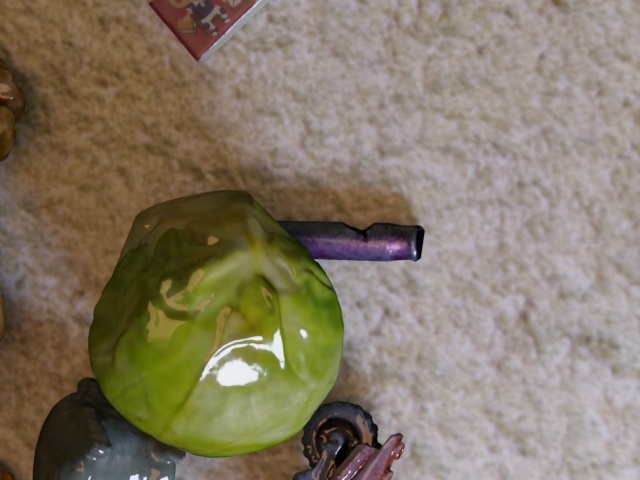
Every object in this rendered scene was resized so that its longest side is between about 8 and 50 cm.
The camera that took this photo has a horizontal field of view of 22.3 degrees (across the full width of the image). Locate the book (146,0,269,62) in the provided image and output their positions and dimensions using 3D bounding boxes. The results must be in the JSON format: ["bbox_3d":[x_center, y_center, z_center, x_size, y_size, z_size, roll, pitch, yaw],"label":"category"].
[{"bbox_3d":[-0.116,-0.289,1.366,0.162,0.022,0.232,-41,85,12],"label":"book"}]

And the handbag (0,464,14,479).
[{"bbox_3d":[-0.300,0.238,1.418,0.061,0.083,0.027,-27,126,15],"label":"handbag"}]

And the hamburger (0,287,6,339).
[{"bbox_3d":[-0.368,0.072,1.366,0.162,0.209,0.330,50,133,1],"label":"hamburger"}]

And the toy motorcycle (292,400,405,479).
[{"bbox_3d":[0.013,0.244,1.343,0.118,0.084,0.212,23,94,19],"label":"toy motorcycle"}]

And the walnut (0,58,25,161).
[{"bbox_3d":[-0.328,-0.095,1.395,0.170,0.069,0.143,-10,50,18],"label":"walnut"}]

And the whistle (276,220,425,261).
[{"bbox_3d":[0.000,0.000,1.353,0.176,0.033,0.033,2,94,12],"label":"whistle"}]

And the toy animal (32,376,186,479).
[{"bbox_3d":[-0.208,0.252,1.390,0.125,0.127,0.251,22,111,-7],"label":"toy animal"}]

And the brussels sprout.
[{"bbox_3d":[-0.081,0.075,1.306,0.223,0.161,0.223,3,121,4],"label":"brussels sprout"}]
